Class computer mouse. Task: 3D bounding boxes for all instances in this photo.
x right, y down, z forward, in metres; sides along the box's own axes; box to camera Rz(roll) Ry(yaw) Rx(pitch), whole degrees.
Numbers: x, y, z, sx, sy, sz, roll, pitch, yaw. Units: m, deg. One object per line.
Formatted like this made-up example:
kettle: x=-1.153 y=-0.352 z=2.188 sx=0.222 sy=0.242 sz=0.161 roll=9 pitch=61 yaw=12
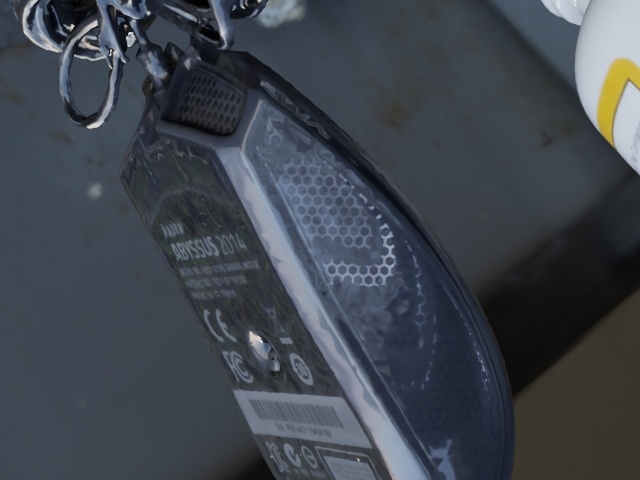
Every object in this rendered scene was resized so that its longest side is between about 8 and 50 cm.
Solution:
computer mouse: x=0.000 y=0.000 z=0.543 sx=0.072 sy=0.272 sz=0.188 roll=-32 pitch=-165 yaw=-25

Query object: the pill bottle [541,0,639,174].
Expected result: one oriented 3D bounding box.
pill bottle: x=0.146 y=-0.043 z=0.440 sx=0.117 sy=0.208 sz=0.117 roll=-32 pitch=154 yaw=-17
